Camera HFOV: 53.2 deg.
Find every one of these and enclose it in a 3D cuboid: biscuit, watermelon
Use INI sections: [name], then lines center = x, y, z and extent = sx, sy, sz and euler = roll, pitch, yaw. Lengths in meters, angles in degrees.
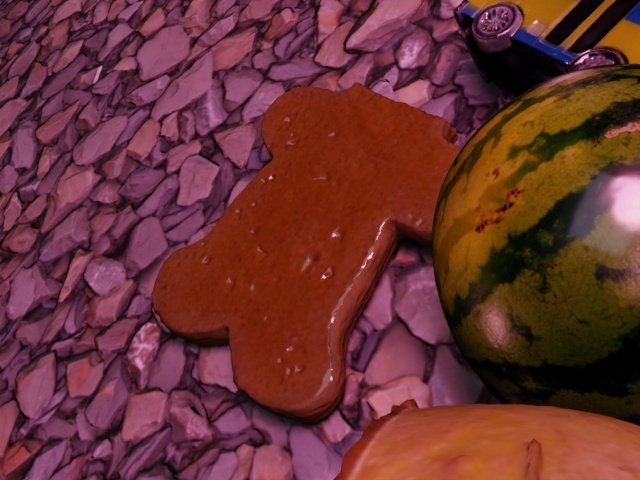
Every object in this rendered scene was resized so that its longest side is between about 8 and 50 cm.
[biscuit]
center = 0.000, 0.000, 0.776
extent = 0.368, 0.076, 0.394
euler = 29, 83, 38
[watermelon]
center = 0.222, 0.012, 0.494
extent = 0.285, 0.285, 0.285
euler = -14, 57, 23

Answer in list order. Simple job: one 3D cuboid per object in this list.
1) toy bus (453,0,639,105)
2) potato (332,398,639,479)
[toy bus]
center = 0.300, -0.203, 0.672
extent = 0.175, 0.138, 0.288
euler = -45, 50, 1
[potato]
center = 0.150, 0.308, 0.301
extent = 0.319, 0.385, 0.442
euler = -3, 76, 26
